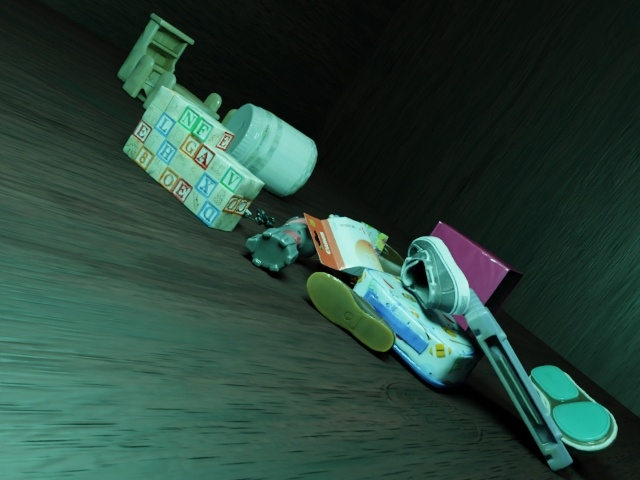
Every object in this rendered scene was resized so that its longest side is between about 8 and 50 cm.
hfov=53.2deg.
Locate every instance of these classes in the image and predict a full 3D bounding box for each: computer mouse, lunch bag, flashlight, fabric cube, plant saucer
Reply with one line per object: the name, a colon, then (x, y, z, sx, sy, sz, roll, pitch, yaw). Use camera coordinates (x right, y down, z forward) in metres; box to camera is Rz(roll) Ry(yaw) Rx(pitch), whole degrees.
computer mouse: (-0.187, -0.080, 1.412, 0.193, 0.042, 0.106, 24, 0, 16)
lunch bag: (0.193, 0.182, 1.365, 0.303, 0.115, 0.243, 41, 14, 28)
flashlight: (-0.063, 0.008, 1.380, 0.103, 0.103, 0.304, 65, 11, -3)
fabric cube: (0.436, 0.128, 2.000, 0.258, 0.259, 0.254, 37, 11, 24)
plant saucer: (0.184, 0.036, 2.157, 0.311, 0.050, 0.310, 34, 13, -9)

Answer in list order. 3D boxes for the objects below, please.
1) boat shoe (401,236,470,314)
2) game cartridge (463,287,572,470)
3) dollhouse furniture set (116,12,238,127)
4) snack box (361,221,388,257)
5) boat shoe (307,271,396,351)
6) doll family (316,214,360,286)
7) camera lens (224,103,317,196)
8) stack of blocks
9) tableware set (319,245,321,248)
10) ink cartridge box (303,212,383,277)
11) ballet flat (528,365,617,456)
boat shoe: (0.224, 0.070, 1.388, 0.102, 0.108, 0.301, 5, 24, -10)
game cartridge: (0.403, 0.279, 1.352, 0.355, 0.068, 0.230, 59, 13, -5)
dollhouse furniture set: (-0.485, -0.565, 2.221, 0.394, 0.256, 0.362, 41, 12, 30)
snack box: (0.146, 0.013, 2.013, 0.100, 0.037, 0.141, 29, 40, 2)
boat shoe: (0.060, 0.140, 1.246, 0.207, 0.073, 0.073, 44, 9, 8)
doll family: (0.074, 0.062, 1.613, 0.263, 0.118, 0.163, 51, -1, -14)
camera lens: (-0.165, -0.283, 2.051, 0.274, 0.219, 0.219, 29, 11, -32)
stack of blocks: (-0.263, -0.175, 1.361, 0.297, 0.171, 0.087, 40, 11, 22)
tableware set: (0.000, 0.000, 1.847, 0.141, 0.020, 0.169, 41, 10, 23)
ink cartridge box: (0.053, 0.005, 1.436, 0.179, 0.045, 0.145, 23, 38, -46)
ballet flat: (0.591, 0.424, 1.501, 0.139, 0.139, 0.400, 34, 10, -4)
